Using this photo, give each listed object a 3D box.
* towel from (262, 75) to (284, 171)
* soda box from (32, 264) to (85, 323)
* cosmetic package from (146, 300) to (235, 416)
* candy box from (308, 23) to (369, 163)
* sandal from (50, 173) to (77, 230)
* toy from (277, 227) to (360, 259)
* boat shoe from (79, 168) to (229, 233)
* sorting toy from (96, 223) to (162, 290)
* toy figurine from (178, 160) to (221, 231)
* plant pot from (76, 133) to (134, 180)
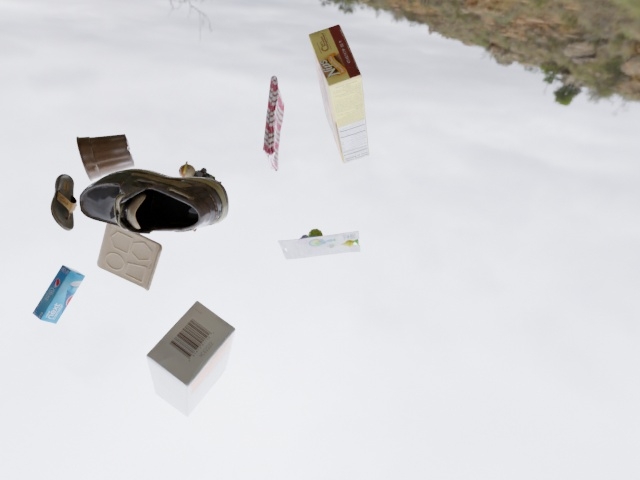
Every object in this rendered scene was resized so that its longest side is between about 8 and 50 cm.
[{"bbox_3d":[-0.110,-0.284,1.127,0.029,0.197,0.144,5,172,2],"label":"towel"},{"bbox_3d":[-0.999,0.206,1.741,0.067,0.071,0.210,21,-102,32],"label":"soda box"},{"bbox_3d":[-0.433,0.414,1.534,0.161,0.453,0.230,35,-123,6],"label":"cosmetic package"},{"bbox_3d":[0.055,-0.370,1.198,0.087,0.316,0.183,-18,-116,2],"label":"candy box"},{"bbox_3d":[-0.905,-0.143,1.630,0.060,0.090,0.219,-14,-114,18],"label":"sandal"},{"bbox_3d":[0.000,0.000,1.382,0.237,0.137,0.056,-4,-118,6],"label":"toy"},{"bbox_3d":[-0.380,-0.084,0.981,0.355,0.132,0.130,0,-163,15],"label":"boat shoe"},{"bbox_3d":[-0.634,0.048,1.516,0.208,0.193,0.038,28,-154,1],"label":"sorting toy"},{"bbox_3d":[-0.434,-0.149,1.481,0.148,0.209,0.213,28,-177,-18],"label":"toy figurine"},{"bbox_3d":[-0.794,-0.321,1.695,0.165,0.167,0.167,-17,-143,-17],"label":"plant pot"}]
